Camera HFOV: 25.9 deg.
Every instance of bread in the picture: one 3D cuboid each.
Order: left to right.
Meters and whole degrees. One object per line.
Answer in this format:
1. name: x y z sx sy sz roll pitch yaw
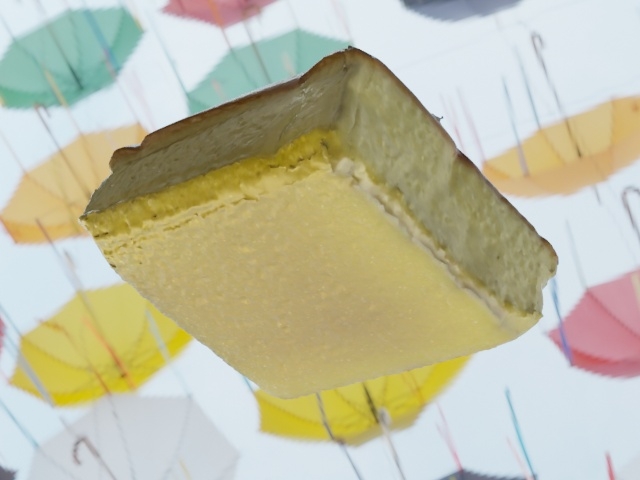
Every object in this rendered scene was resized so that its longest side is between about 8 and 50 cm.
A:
1. bread: 0.000 0.000 1.292 0.333 0.323 0.143 -17 -137 35
